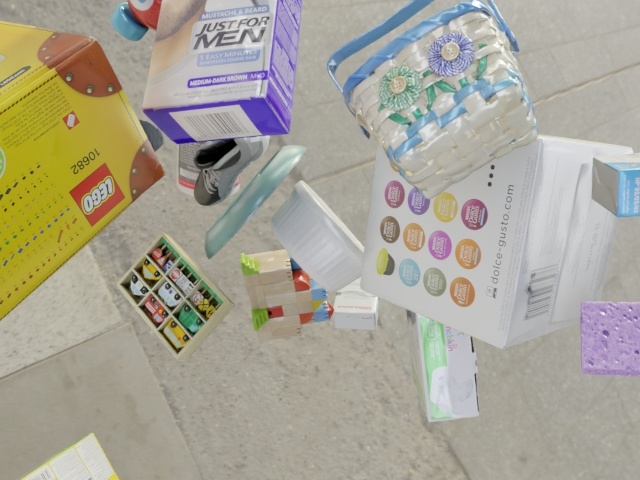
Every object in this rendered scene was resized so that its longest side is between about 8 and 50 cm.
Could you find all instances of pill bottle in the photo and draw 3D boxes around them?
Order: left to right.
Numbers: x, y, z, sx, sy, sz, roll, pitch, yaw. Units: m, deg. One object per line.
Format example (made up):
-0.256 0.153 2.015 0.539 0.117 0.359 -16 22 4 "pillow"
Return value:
-0.293 -0.286 1.616 0.176 0.176 0.319 -16 124 -39 "pill bottle"

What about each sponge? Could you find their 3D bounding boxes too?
0.506 0.149 0.919 0.031 0.209 0.117 62 35 -48 "sponge"

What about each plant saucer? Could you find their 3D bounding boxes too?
-0.150 -0.093 1.303 0.043 0.317 0.318 41 55 -10 "plant saucer"

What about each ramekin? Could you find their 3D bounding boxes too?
0.000 0.000 1.417 0.127 0.273 0.273 -42 106 5 "ramekin"

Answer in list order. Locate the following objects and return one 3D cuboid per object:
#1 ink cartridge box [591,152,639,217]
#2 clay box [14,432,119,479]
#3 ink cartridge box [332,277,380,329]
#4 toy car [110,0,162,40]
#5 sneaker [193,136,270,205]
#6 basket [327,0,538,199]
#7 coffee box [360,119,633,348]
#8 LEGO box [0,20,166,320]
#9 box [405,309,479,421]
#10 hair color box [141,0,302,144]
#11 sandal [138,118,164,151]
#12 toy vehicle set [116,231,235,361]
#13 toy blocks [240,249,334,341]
0.446 -0.075 0.754 0.104 0.181 0.062 -68 153 -71 "ink cartridge box"
-0.230 0.324 0.618 0.222 0.053 0.127 61 10 3 "clay box"
0.132 0.212 2.143 0.208 0.152 0.087 -72 159 -50 "ink cartridge box"
-0.262 -0.403 1.157 0.210 0.219 0.238 20 43 -42 "toy car"
-0.206 -0.139 1.147 0.086 0.228 0.132 53 34 9 "sneaker"
0.157 -0.230 0.848 0.201 0.254 0.289 39 24 -49 "basket"
0.318 -0.038 1.139 0.338 0.334 0.338 -6 108 -41 "coffee box"
-0.488 -0.032 0.653 0.500 0.372 0.193 -49 142 -30 "LEGO box"
0.289 0.262 1.464 0.126 0.231 0.262 -7 101 2 "box"
-0.130 -0.319 0.881 0.110 0.185 0.339 51 40 -63 "hair color box"
-0.502 -0.223 1.452 0.254 0.054 0.097 -18 99 -7 "sandal"
-0.330 0.122 1.367 0.166 0.267 0.035 -49 150 -1 "toy vehicle set"
-0.092 0.167 1.920 0.260 0.382 0.191 -9 37 -2 "toy blocks"
